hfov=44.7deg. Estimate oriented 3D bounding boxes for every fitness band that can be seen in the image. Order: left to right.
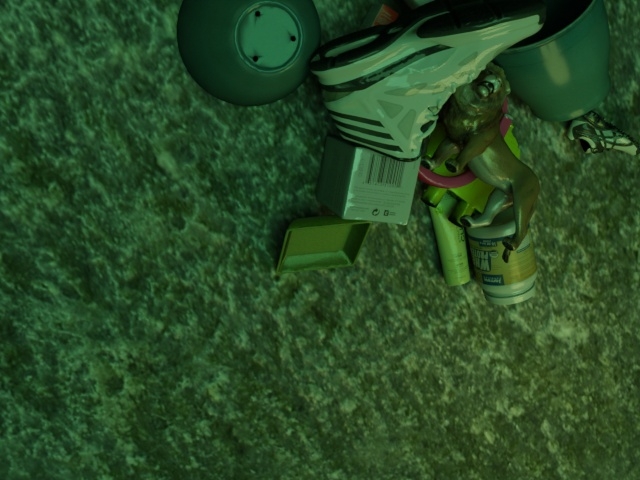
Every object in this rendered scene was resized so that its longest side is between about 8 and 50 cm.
[{"bbox_3d":[0.298,-0.251,1.699,0.209,0.054,0.290,30,84,-16],"label":"fitness band"}]

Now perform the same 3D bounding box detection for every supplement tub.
[{"bbox_3d":[0.429,0.035,1.829,0.145,0.144,0.199,-19,110,-11],"label":"supplement tub"}]

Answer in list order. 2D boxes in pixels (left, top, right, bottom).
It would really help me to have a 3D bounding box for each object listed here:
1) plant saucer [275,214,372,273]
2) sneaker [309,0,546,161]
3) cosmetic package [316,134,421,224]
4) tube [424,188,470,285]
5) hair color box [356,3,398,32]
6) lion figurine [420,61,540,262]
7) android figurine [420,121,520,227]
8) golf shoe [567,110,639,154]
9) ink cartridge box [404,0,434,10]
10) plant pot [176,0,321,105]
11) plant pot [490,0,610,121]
[{"bbox_3d":[0.000,0.000,1.700,0.189,0.045,0.188,-6,150,-16],"label":"plant saucer"},{"bbox_3d":[0.225,-0.311,1.516,0.448,0.169,0.257,-16,125,7],"label":"sneaker"},{"bbox_3d":[0.097,-0.131,1.657,0.152,0.184,0.151,6,103,-19],"label":"cosmetic package"},{"bbox_3d":[0.303,-0.014,1.826,0.070,0.062,0.240,-29,113,-51],"label":"tube"},{"bbox_3d":[0.101,-0.424,1.635,0.043,0.072,0.141,28,97,-22],"label":"hair color box"},{"bbox_3d":[0.365,-0.165,1.642,0.240,0.142,0.392,-46,118,-22],"label":"lion figurine"},{"bbox_3d":[0.345,-0.174,1.774,0.248,0.056,0.272,32,84,-16],"label":"android figurine"},{"bbox_3d":[0.676,-0.242,1.870,0.198,0.077,0.093,27,107,-15],"label":"golf shoe"},{"bbox_3d":[0.302,-0.590,1.581,0.330,0.071,0.324,-41,86,-1],"label":"ink cartridge box"},{"bbox_3d":[-0.121,-0.395,1.509,0.291,0.195,0.290,-5,107,-16],"label":"plant pot"},{"bbox_3d":[0.496,-0.405,1.674,0.272,0.271,0.255,-41,128,-2],"label":"plant pot"}]
